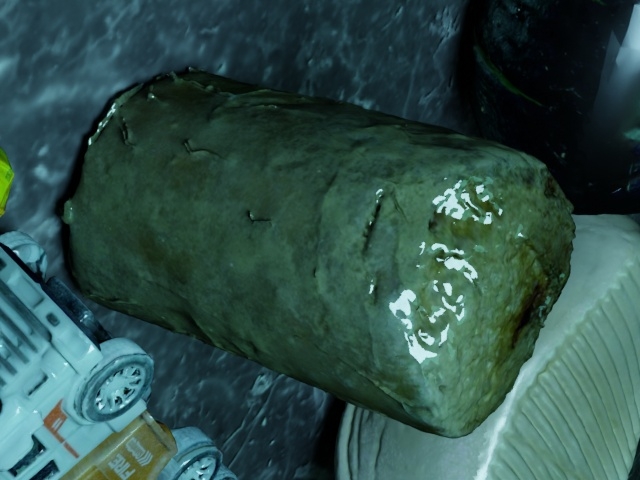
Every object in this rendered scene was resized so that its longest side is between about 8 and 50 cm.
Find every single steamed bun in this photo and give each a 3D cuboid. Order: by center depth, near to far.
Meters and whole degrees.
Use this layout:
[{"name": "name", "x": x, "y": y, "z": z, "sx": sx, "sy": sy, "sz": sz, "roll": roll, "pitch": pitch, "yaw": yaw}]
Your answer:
[{"name": "steamed bun", "x": 0.156, "y": 0.142, "z": 1.435, "sx": 0.247, "sy": 0.236, "sz": 0.383, "roll": 43, "pitch": 72, "yaw": -50}]

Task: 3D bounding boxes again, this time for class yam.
[{"name": "yam", "x": 0.000, "y": 0.000, "z": 1.000, "sx": 0.195, "sy": 0.300, "sz": 0.195, "roll": -37, "pitch": 136, "yaw": -47}]

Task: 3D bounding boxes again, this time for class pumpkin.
[{"name": "pumpkin", "x": 0.262, "y": -0.181, "z": 1.316, "sx": 0.315, "sy": 0.238, "sz": 0.315, "roll": -21, "pitch": 137, "yaw": -21}]

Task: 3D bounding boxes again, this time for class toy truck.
[{"name": "toy truck", "x": -0.186, "y": 0.133, "z": 0.986, "sx": 0.184, "sy": 0.133, "sz": 0.338, "roll": -43, "pitch": 150, "yaw": -11}]

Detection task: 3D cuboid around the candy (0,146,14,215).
[{"name": "candy", "x": -0.235, "y": -0.063, "z": 0.826, "sx": 0.062, "sy": 0.058, "sz": 0.194, "roll": -31, "pitch": 142, "yaw": 11}]
